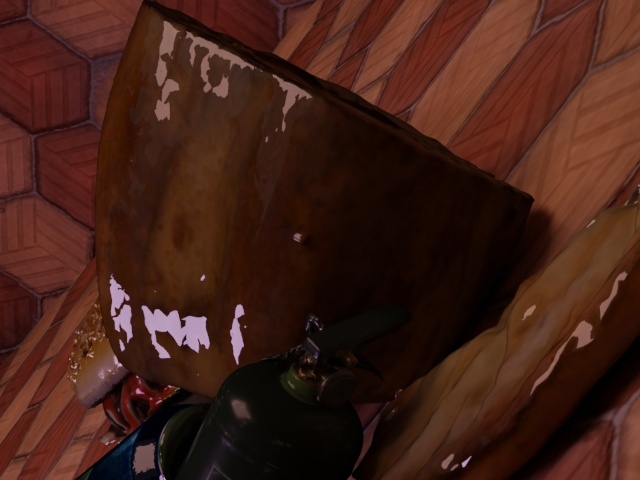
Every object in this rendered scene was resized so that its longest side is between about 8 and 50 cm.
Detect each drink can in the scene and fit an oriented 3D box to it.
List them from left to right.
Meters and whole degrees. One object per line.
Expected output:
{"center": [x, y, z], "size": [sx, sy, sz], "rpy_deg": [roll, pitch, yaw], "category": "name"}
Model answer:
{"center": [-0.127, 0.207, 1.392], "size": [0.205, 0.118, 0.118], "rpy_deg": [-40, 19, 49], "category": "drink can"}

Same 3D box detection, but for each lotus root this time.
{"center": [0.000, 0.000, 1.247], "size": [0.316, 0.316, 0.250], "rpy_deg": [-139, 66, -78], "category": "lotus root"}

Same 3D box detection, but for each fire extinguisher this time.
{"center": [-0.045, 0.171, 1.092], "size": [0.095, 0.114, 0.311], "rpy_deg": [46, 119, 41], "category": "fire extinguisher"}

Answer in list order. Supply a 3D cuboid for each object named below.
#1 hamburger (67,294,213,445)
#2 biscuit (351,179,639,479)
{"center": [-0.085, 0.050, 1.508], "size": [0.302, 0.170, 0.302], "rpy_deg": [-49, 8, 10], "category": "hamburger"}
{"center": [0.118, 0.068, 0.994], "size": [0.299, 0.045, 0.154], "rpy_deg": [-46, 13, 33], "category": "biscuit"}
